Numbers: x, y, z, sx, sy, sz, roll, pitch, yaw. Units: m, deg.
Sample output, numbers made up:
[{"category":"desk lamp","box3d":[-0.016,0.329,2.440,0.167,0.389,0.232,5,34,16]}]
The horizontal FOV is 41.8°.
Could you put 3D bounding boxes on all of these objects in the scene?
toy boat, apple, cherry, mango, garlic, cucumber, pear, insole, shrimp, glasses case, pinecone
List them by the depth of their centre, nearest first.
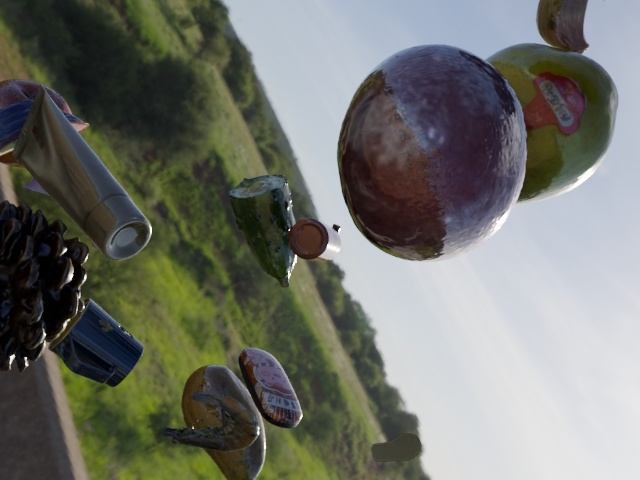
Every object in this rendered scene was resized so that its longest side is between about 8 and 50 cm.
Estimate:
[{"category":"cherry","box3d":[0.123,-0.096,0.926,0.236,0.212,0.285,70,18,-3]},{"category":"pinecone","box3d":[-0.461,0.056,1.193,0.257,0.244,0.243,25,3,-6]},{"category":"pear","box3d":[0.348,-0.190,1.515,0.287,0.375,0.287,51,4,-5]},{"category":"toy boat","box3d":[-0.463,-0.138,1.546,0.318,0.072,0.219,40,41,-19]},{"category":"insole","box3d":[0.147,0.408,1.646,0.152,0.002,0.053,-27,-105,50]},{"category":"cucumber","box3d":[-0.103,-0.013,1.782,0.134,0.134,0.245,-120,-164,-71]},{"category":"garlic","box3d":[0.530,-0.503,1.784,0.090,0.128,0.198,-80,179,-73]},{"category":"shrimp","box3d":[-0.243,0.394,1.824,0.051,0.217,0.150,-79,166,-62]},{"category":"apple","box3d":[-0.665,-0.264,1.868,0.210,0.173,0.235,44,21,10]},{"category":"glasses case","box3d":[-0.123,0.349,2.010,0.103,0.067,0.267,17,21,-32]},{"category":"mango","box3d":[-0.251,0.486,2.241,0.175,0.176,0.330,1,46,-54]}]

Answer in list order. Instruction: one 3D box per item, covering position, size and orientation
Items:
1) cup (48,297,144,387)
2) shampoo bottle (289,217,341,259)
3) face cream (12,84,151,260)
[{"category":"cup","box3d":[-0.455,0.224,1.706,0.155,0.131,0.176,40,19,-19]},{"category":"shampoo bottle","box3d":[-0.001,0.002,1.729,0.086,0.085,0.244,63,9,6]},{"category":"face cream","box3d":[-0.385,-0.100,1.311,0.084,0.137,0.341,1,36,-51]}]
